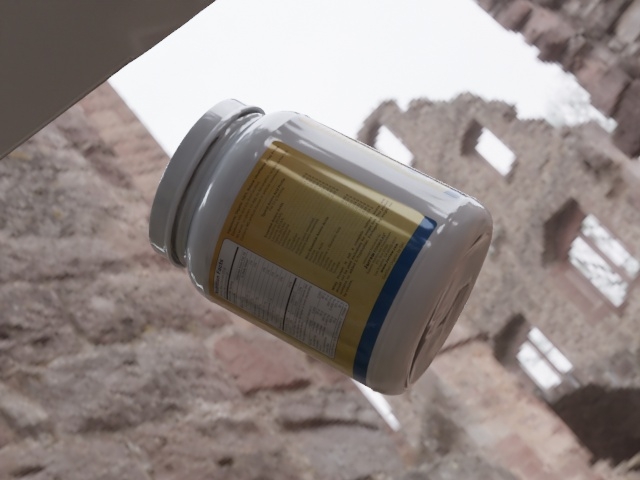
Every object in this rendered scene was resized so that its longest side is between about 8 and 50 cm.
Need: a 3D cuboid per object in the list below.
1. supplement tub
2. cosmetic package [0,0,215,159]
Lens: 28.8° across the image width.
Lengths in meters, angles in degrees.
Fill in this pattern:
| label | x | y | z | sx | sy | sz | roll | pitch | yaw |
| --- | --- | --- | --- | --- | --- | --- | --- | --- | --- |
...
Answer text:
| label | x | y | z | sx | sy | sz | roll | pitch | yaw |
| --- | --- | --- | --- | --- | --- | --- | --- | --- | --- |
| supplement tub | 0.000 | 0.000 | 0.841 | 0.144 | 0.199 | 0.144 | -55 | -17 | -26 |
| cosmetic package | -0.152 | -0.219 | 0.531 | 0.284 | 0.377 | 0.097 | -39 | -36 | -3 |
